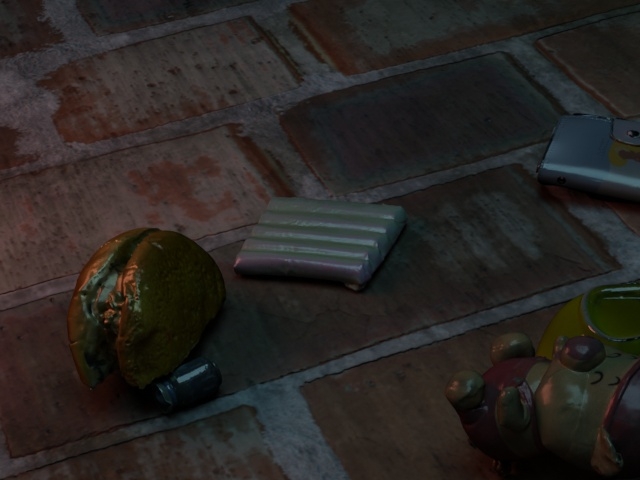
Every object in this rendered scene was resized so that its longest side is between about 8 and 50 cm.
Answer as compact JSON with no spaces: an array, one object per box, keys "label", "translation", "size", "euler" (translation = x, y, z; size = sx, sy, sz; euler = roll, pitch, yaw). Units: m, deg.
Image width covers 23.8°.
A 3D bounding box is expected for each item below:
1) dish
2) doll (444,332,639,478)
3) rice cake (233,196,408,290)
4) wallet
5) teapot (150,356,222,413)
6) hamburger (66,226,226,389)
[{"label":"dish","translation":[0.393,0.122,1.842],"size":[0.262,0.108,0.221],"euler":[-6,36,0]},{"label":"doll","translation":[0.282,0.177,1.695],"size":[0.256,0.152,0.196],"euler":[3,53,35]},{"label":"rice cake","translation":[0.000,0.000,2.122],"size":[0.198,0.037,0.189],"euler":[10,38,19]},{"label":"wallet","translation":[0.437,-0.111,2.197],"size":[0.231,0.069,0.170],"euler":[13,44,15]},{"label":"teapot","translation":[-0.170,0.173,1.887],"size":[0.083,0.049,0.063],"euler":[-24,65,-24]},{"label":"hamburger","translation":[-0.231,0.065,1.944],"size":[0.144,0.157,0.283],"euler":[-10,23,23]}]
